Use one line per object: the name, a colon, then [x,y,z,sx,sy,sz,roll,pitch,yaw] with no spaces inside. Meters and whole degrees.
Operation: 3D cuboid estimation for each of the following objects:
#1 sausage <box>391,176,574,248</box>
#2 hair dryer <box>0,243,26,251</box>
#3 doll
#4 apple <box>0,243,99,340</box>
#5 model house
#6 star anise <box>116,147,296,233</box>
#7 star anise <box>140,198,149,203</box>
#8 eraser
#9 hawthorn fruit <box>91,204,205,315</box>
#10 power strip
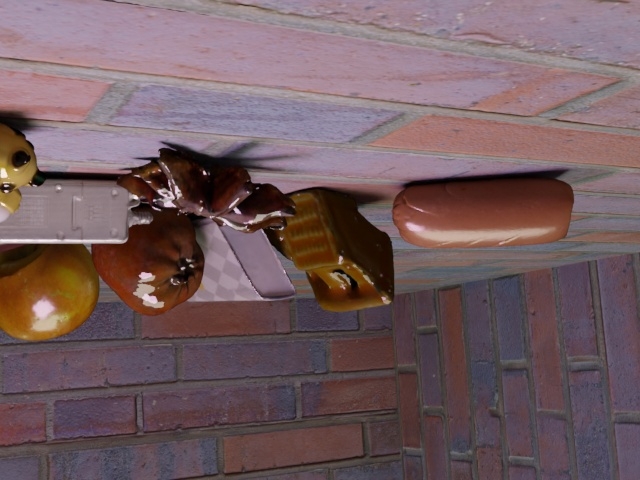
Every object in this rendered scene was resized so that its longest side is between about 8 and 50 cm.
sausage: [0.276,-0.047,1.448,0.304,0.121,0.121,-2,172,6]
hair dryer: [-0.639,-0.011,1.509,0.340,0.123,0.312,-15,160,6]
doll: [-0.415,-0.083,1.046,0.117,0.086,0.291,34,158,-19]
apple: [-0.565,0.082,1.690,0.237,0.207,0.237,-5,-152,3]
model house: [-0.009,0.006,1.546,0.268,0.173,0.239,-13,136,44]
star anise: [-0.167,-0.071,1.221,0.288,0.088,0.288,10,172,1]
star anise: [-0.374,-0.049,1.382,0.191,0.070,0.097,-3,-161,-11]
eraser: [-0.222,0.044,1.690,0.082,0.213,0.397,-36,-165,-31]
hawthorn fruit: [-0.332,0.021,1.522,0.251,0.199,0.199,20,-175,32]
power strip: [-0.418,-0.044,1.238,0.338,0.098,0.058,0,-174,-22]
